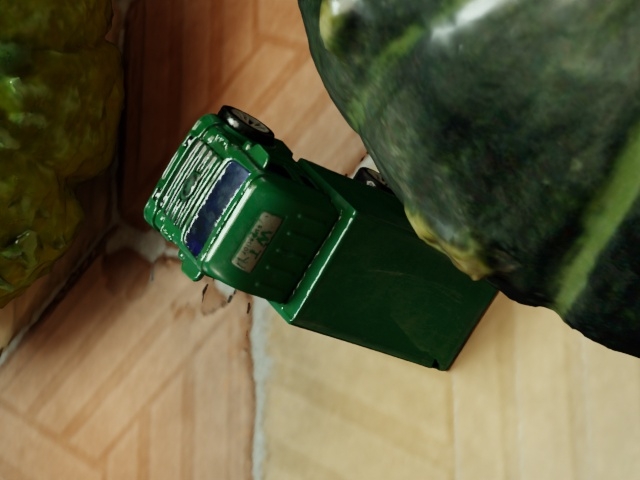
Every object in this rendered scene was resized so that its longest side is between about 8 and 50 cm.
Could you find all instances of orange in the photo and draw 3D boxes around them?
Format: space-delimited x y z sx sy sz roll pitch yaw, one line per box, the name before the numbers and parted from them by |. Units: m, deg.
orange | -0.253 -0.092 0.940 0.300 0.301 0.223 -66 22 -2

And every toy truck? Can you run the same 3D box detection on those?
toy truck | 0.000 0.000 0.747 0.065 0.147 0.079 -58 40 13

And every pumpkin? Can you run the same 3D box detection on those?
pumpkin | 0.144 -0.116 0.530 0.323 0.241 0.323 -2 81 13
